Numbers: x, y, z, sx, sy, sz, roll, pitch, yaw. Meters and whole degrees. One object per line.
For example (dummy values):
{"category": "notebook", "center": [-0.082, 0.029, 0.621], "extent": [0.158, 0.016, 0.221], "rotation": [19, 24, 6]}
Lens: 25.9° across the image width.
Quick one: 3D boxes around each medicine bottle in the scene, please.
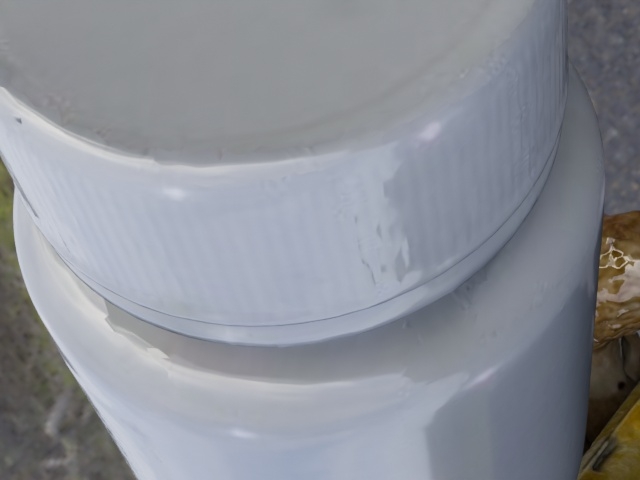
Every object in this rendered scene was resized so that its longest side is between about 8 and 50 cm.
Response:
{"category": "medicine bottle", "center": [0.000, 0.000, 0.523], "extent": [0.208, 0.208, 0.339], "rotation": [40, 160, 28]}

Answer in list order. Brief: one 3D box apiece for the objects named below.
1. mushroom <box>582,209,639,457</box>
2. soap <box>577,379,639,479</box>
{"category": "mushroom", "center": [0.124, 0.022, 0.907], "extent": [0.267, 0.254, 0.267], "rotation": [26, -159, -11]}
{"category": "soap", "center": [0.286, 0.187, 0.851], "extent": [0.259, 0.281, 0.143], "rotation": [31, 127, 19]}
